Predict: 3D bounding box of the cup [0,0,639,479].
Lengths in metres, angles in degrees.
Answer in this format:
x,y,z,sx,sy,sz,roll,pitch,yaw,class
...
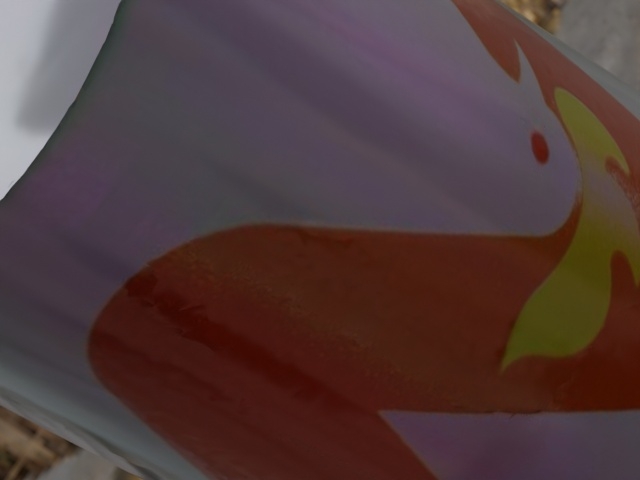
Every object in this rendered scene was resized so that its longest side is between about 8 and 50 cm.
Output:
x,y,z,sx,sy,sz,roll,pitch,yaw,class
0.000,0.000,0.455,0.203,0.288,0.203,-18,59,33,cup
